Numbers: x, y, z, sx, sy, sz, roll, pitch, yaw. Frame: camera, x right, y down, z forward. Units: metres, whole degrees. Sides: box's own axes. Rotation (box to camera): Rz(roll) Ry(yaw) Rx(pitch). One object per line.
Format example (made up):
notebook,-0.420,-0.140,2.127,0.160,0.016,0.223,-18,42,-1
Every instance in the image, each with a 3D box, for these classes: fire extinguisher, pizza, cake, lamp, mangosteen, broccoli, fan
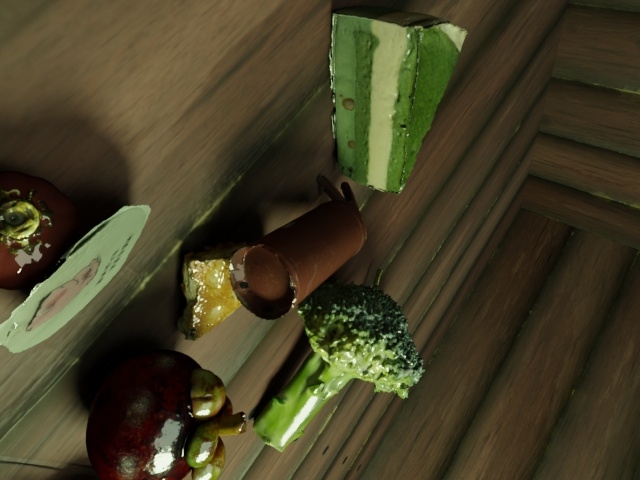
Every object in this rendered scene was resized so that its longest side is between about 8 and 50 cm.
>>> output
fire extinguisher,-0.010,-0.016,0.670,0.148,0.106,0.337,60,33,-4
pizza,-0.153,0.058,0.614,0.182,0.062,0.161,-50,155,-12
cake,0.127,-0.239,0.709,0.172,0.157,0.284,-41,145,-35
lamp,-0.259,-0.008,0.357,0.101,0.090,0.101,12,70,-35
mangosteen,-0.195,0.236,0.548,0.199,0.199,0.200,-37,142,-37
broccoli,0.016,0.255,0.888,0.396,0.275,0.354,-17,103,-3
fan,-0.242,0.063,0.350,0.182,0.010,0.310,-51,-175,25

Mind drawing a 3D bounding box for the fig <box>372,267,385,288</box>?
fig,0.146,0.198,1.114,0.159,0.159,0.258,-4,102,-56
